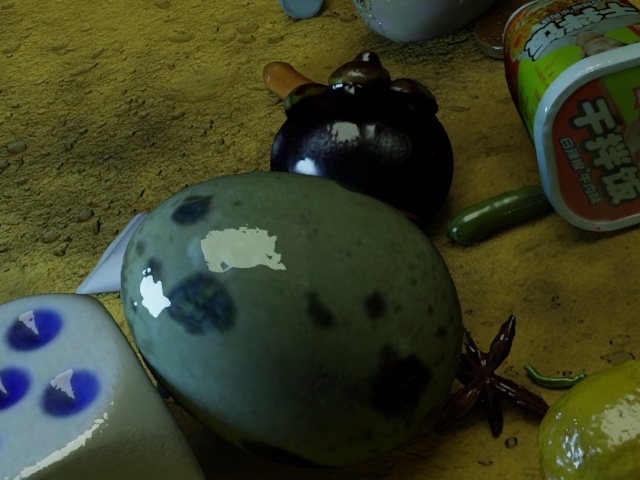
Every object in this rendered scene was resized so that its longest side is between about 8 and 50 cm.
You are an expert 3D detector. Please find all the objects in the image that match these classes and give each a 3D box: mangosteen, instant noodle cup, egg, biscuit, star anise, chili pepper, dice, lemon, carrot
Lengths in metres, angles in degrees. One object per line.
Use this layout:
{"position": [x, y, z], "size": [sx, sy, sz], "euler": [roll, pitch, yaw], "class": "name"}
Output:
{"position": [0.064, -0.132, 1.893], "size": [0.287, 0.233, 0.288], "euler": [-16, 40, 14], "class": "mangosteen"}
{"position": [0.397, -0.210, 1.840], "size": [0.293, 0.294, 0.308], "euler": [-18, 34, 1], "class": "instant noodle cup"}
{"position": [-0.033, 0.090, 1.549], "size": [0.345, 0.428, 0.345], "euler": [-47, 29, 36], "class": "egg"}
{"position": [0.375, -0.362, 2.165], "size": [0.236, 0.039, 0.180], "euler": [-5, 45, 17], "class": "biscuit"}
{"position": [0.215, 0.173, 1.638], "size": [0.158, 0.144, 0.141], "euler": [-16, 85, 13], "class": "star anise"}
{"position": [0.296, 0.172, 1.628], "size": [0.083, 0.017, 0.030], "euler": [3, 45, 19], "class": "chili pepper"}
{"position": [-0.330, 0.264, 1.568], "size": [0.304, 0.277, 0.304], "euler": [-31, 40, -12], "class": "dice"}
{"position": [0.343, 0.230, 1.413], "size": [0.231, 0.192, 0.192], "euler": [-22, 41, -5], "class": "lemon"}
{"position": [-0.006, -0.240, 2.166], "size": [0.271, 0.066, 0.062], "euler": [30, 104, 38], "class": "carrot"}

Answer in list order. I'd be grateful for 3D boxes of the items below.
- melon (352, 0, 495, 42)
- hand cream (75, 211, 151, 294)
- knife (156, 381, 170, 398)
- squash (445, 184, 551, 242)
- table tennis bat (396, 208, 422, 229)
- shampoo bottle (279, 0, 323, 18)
{"position": [0.193, -0.465, 2.206], "size": [0.317, 0.223, 0.223], "euler": [-32, 43, -15], "class": "melon"}
{"position": [-0.203, 0.012, 1.916], "size": [0.358, 0.118, 0.185], "euler": [-5, 42, 42], "class": "hand cream"}
{"position": [-0.148, 0.145, 1.726], "size": [0.044, 0.019, 0.313], "euler": [26, 25, 11], "class": "knife"}
{"position": [0.264, -0.043, 1.852], "size": [0.183, 0.052, 0.052], "euler": [-20, 41, -5], "class": "squash"}
{"position": [0.000, 0.000, 1.768], "size": [0.301, 0.173, 0.022], "euler": [0, 64, -30], "class": "table tennis bat"}
{"position": [-0.036, -0.527, 2.464], "size": [0.085, 0.085, 0.262], "euler": [-11, 41, 9], "class": "shampoo bottle"}
